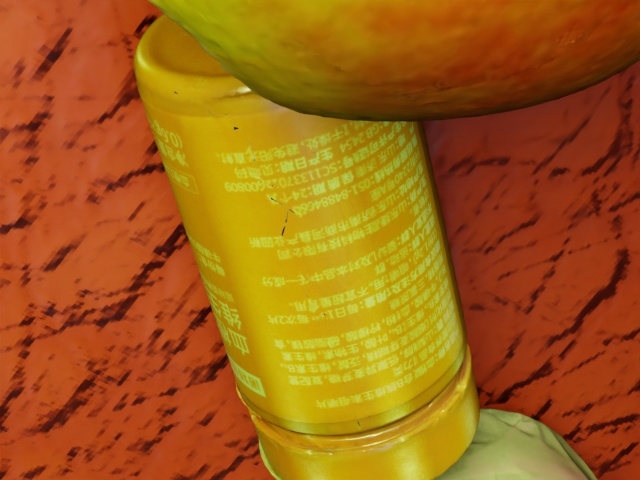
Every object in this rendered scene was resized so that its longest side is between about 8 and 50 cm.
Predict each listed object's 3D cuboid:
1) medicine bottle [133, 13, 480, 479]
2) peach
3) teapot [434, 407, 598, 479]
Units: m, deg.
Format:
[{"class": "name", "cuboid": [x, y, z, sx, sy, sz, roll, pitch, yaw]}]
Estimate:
[{"class": "medicine bottle", "cuboid": [0.000, 0.000, 0.557, 0.096, 0.096, 0.191, -21, 125, -9]}, {"class": "peach", "cuboid": [0.029, -0.147, 0.406, 0.231, 0.231, 0.231, -10, 121, -16]}, {"class": "teapot", "cuboid": [0.074, 0.207, 0.655, 0.163, 0.178, 0.221, -5, 121, -19]}]
